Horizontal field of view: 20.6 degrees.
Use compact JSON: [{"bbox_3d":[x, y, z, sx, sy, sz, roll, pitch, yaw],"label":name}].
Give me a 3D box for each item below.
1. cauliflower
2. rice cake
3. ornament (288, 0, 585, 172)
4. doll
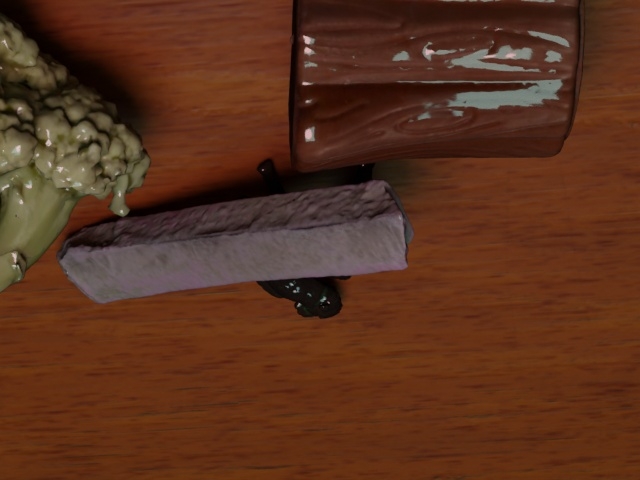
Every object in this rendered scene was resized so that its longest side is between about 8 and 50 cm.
[{"bbox_3d":[-0.295,-0.056,1.386,0.327,0.281,0.260,-1,137,-9],"label":"cauliflower"},{"bbox_3d":[-0.073,0.002,1.493,0.365,0.056,0.073,-8,128,32],"label":"rice cake"},{"bbox_3d":[0.085,-0.150,1.372,0.217,0.235,0.221,1,149,-2],"label":"ornament"},{"bbox_3d":[0.000,0.000,1.552,0.139,0.057,0.165,-12,124,9],"label":"doll"}]
